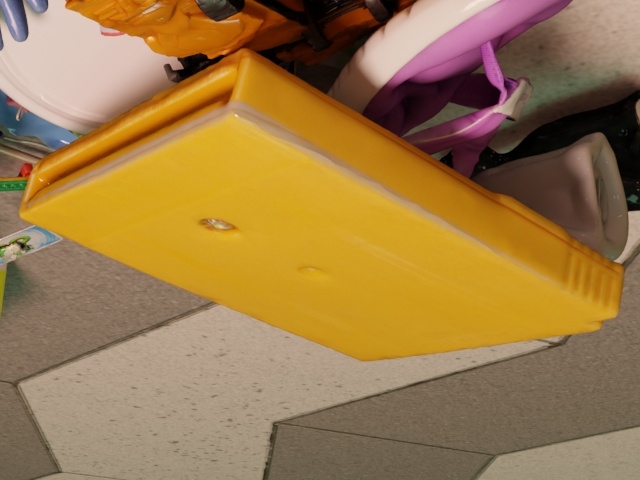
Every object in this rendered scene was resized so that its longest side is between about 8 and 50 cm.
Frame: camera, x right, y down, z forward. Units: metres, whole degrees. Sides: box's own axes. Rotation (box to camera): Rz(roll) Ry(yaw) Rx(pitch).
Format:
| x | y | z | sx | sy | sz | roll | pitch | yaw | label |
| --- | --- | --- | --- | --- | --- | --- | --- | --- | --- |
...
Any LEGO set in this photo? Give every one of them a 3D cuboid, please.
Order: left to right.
| x | y | z | sx | sy | sz | roll | pitch | yaw | label |
| --- | --- | --- | --- | --- | --- | --- | --- | --- | --- |
| -0.313 | -0.022 | 0.951 | 0.244 | 0.060 | 0.182 | -21 | 160 | 8 | LEGO set |

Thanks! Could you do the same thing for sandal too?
| x | y | z | sx | sy | sz | roll | pitch | yaw | label |
| --- | --- | --- | --- | --- | --- | --- | --- | --- | --- |
| 0.079 | -0.086 | 0.773 | 0.169 | 0.102 | 0.416 | -33 | 179 | -22 | sandal |

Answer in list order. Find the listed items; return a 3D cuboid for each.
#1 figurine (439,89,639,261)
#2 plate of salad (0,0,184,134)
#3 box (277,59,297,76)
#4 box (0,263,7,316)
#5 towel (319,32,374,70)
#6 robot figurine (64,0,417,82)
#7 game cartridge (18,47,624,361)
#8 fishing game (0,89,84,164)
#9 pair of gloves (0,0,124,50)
| x | y | z | sx | sy | sz | roll | pitch | yaw | label |
| --- | --- | --- | --- | --- | --- | --- | --- | --- | --- |
| 0.143 | -0.034 | 0.881 | 0.209 | 0.092 | 0.215 | -9 | -166 | 34 | figurine |
| -0.146 | -0.145 | 0.772 | 0.200 | 0.048 | 0.199 | 5 | 139 | 4 | plate of salad |
| -0.066 | -0.092 | 0.903 | 0.059 | 0.054 | 0.169 | 8 | 155 | -14 | box |
| -0.400 | 0.087 | 1.239 | 0.042 | 0.109 | 0.178 | 18 | 151 | -34 | box |
| -0.008 | -0.160 | 0.789 | 0.152 | 0.023 | 0.113 | 13 | 153 | -24 | towel |
| -0.015 | -0.157 | 0.608 | 0.211 | 0.085 | 0.291 | -22 | 177 | 16 | robot figurine |
| 0.000 | 0.000 | 0.767 | 0.324 | 0.052 | 0.285 | 25 | 156 | -32 | game cartridge |
| -0.189 | -0.108 | 0.893 | 0.189 | 0.041 | 0.264 | 20 | 149 | -28 | fishing game |
| -0.171 | -0.186 | 0.680 | 0.198 | 0.023 | 0.159 | -1 | 132 | 9 | pair of gloves |
